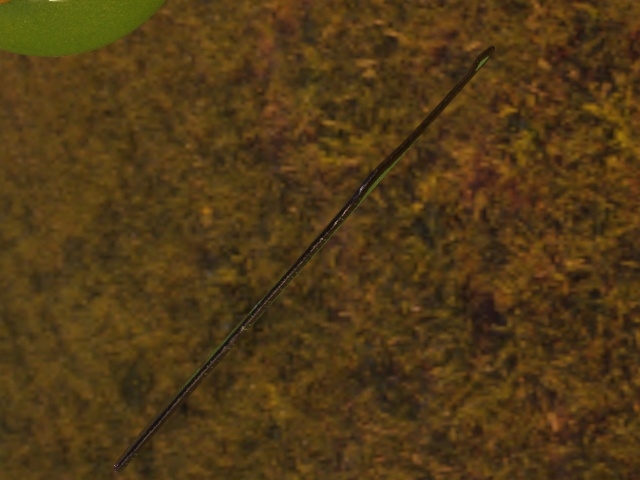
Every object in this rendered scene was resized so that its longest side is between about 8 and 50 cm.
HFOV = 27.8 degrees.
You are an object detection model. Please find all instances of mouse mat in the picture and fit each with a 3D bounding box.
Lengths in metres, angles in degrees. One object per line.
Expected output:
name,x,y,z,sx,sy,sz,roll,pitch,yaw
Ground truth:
mouse mat,0.000,0.000,0.486,0.007,0.190,0.153,41,118,-1

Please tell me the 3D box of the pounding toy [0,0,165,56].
pounding toy,-0.184,-0.191,0.708,0.110,0.236,0.183,-115,32,-75
